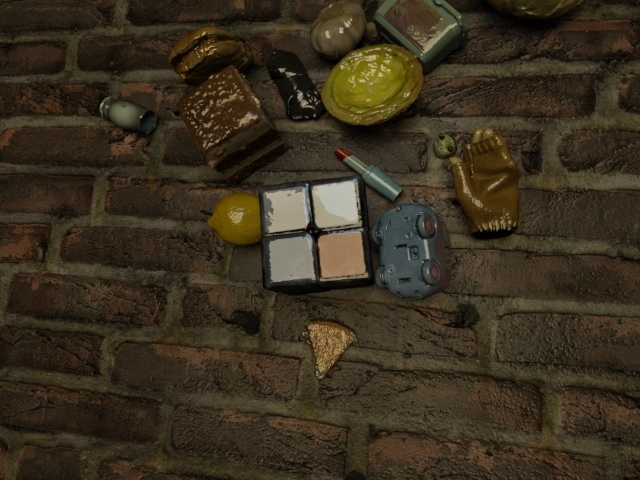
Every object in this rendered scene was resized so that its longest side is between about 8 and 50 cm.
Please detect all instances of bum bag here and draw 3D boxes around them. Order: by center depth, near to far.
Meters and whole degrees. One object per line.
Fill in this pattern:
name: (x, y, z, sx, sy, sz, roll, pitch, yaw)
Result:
bum bag: (-0.105, -0.574, 1.563, 0.142, 0.079, 0.326, -28, 77, 1)

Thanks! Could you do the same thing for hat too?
hat: (0.422, -0.323, 1.443, 0.076, 0.059, 0.077, -13, 83, 12)

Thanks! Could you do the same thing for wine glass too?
wine glass: (-0.740, -0.482, 1.640, 0.205, 0.111, 0.111, 21, 85, 14)

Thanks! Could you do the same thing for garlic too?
garlic: (0.066, -0.744, 1.522, 0.228, 0.152, 0.227, -20, 50, 26)

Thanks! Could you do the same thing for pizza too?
pizza: (0.019, 0.359, 1.402, 0.185, 0.052, 0.195, 14, 79, 5)

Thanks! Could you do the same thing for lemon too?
lemon: (-0.263, -0.073, 1.458, 0.244, 0.187, 0.186, -3, 79, -23)

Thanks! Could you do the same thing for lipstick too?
lipstick: (0.161, -0.235, 1.470, 0.274, 0.061, 0.068, 39, 91, 13)

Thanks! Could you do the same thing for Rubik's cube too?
Rubik's cube: (0.000, 0.000, 1.331, 0.314, 0.318, 0.315, -6, 81, 7)

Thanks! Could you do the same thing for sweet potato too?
sweet potato: (0.234, -0.439, 1.502, 0.179, 0.044, 0.044, -3, 80, 11)

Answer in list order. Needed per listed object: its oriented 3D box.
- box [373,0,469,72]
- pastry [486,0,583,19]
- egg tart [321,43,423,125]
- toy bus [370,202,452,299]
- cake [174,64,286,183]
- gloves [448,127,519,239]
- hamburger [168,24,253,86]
box: (0.338, -0.742, 1.478, 0.182, 0.175, 0.312, -45, 76, 10)
pastry: (0.708, -0.908, 1.394, 0.410, 0.245, 0.409, -1, 84, 11)
egg tart: (0.181, -0.509, 1.450, 0.346, 0.132, 0.345, -8, 65, 16)
toy bus: (0.306, 0.036, 1.326, 0.197, 0.232, 0.293, -13, 79, 44)
cake: (-0.295, -0.391, 1.463, 0.282, 0.290, 0.255, -33, 78, 0)
gloves: (0.524, -0.179, 1.351, 0.203, 0.155, 0.356, -7, 95, 16)
hamburger: (-0.389, -0.657, 1.527, 0.260, 0.283, 0.144, -25, 87, 26)
